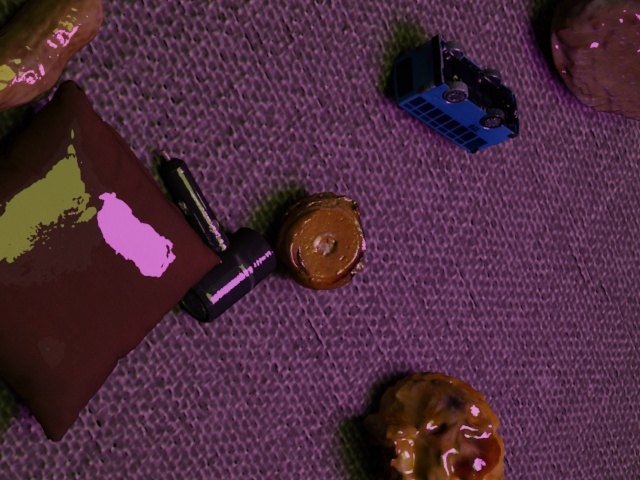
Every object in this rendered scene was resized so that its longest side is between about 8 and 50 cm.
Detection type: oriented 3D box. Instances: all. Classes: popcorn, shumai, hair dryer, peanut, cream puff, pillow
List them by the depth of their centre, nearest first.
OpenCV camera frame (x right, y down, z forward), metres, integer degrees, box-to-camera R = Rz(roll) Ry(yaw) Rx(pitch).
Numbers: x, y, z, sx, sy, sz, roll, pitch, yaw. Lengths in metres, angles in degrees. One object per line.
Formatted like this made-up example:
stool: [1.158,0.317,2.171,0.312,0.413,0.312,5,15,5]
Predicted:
peanut: [-0.321,-0.215,1.622,0.099,0.099,0.214,53,58,-33]
pillow: [-0.295,0.028,1.663,0.305,0.108,0.308,-49,123,-18]
hair dryer: [-0.152,-0.017,1.821,0.124,0.071,0.219,-38,113,-30]
cream puff: [0.000,0.000,1.925,0.119,0.104,0.133,12,80,-10]
popcorn: [0.161,0.293,2.077,0.189,0.218,0.169,-19,155,-22]
shumai: [0.506,-0.368,2.273,0.330,0.292,0.288,42,33,-45]

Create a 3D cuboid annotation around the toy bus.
toy bus: [0.193,-0.201,2.059,0.185,0.106,0.090,30,47,-40]
